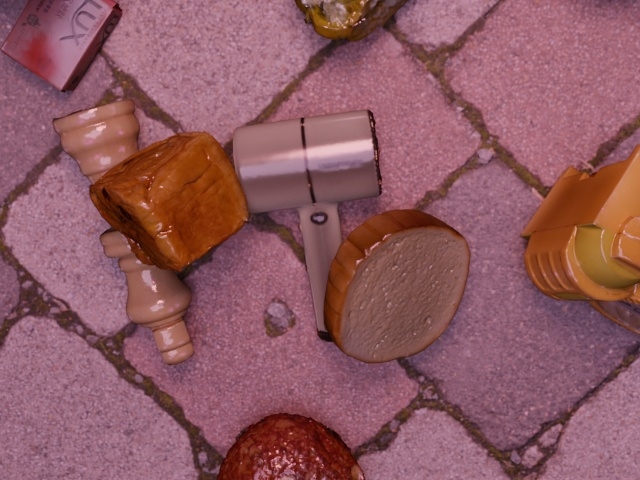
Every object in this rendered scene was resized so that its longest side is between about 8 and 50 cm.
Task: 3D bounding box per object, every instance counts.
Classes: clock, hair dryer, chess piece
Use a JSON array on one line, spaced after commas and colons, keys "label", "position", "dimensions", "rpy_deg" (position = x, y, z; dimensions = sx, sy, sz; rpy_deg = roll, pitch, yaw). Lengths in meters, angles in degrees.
[{"label": "clock", "position": [0.459, 0.039, 1.098], "dimensions": [0.317, 0.244, 0.200], "rpy_deg": [30, 84, -6]}, {"label": "hair dryer", "position": [0.000, 0.000, 1.177], "dimensions": [0.203, 0.128, 0.362], "rpy_deg": [-7, 107, 3]}, {"label": "chess piece", "position": [-0.272, -0.002, 1.183], "dimensions": [0.117, 0.117, 0.397], "rpy_deg": [-15, 100, 5]}]

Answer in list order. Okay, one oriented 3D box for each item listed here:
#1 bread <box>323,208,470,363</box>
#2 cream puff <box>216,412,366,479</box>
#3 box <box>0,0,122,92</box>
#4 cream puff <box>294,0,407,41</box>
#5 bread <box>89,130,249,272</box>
[{"label": "bread", "position": [0.106, 0.067, 1.146], "dimensions": [0.236, 0.070, 0.236], "rpy_deg": [-14, 121, -24]}, {"label": "cream puff", "position": [-0.045, 0.386, 1.219], "dimensions": [0.240, 0.164, 0.240], "rpy_deg": [-1, 101, -3]}, {"label": "box", "position": [-0.372, -0.302, 1.160], "dimensions": [0.111, 0.060, 0.156], "rpy_deg": [33, 100, -5]}, {"label": "cream puff", "position": [0.050, -0.385, 1.080], "dimensions": [0.194, 0.195, 0.221], "rpy_deg": [43, 111, -5]}, {"label": "bread", "position": [-0.199, -0.053, 1.086], "dimensions": [0.158, 0.149, 0.143], "rpy_deg": [-44, 116, -32]}]
